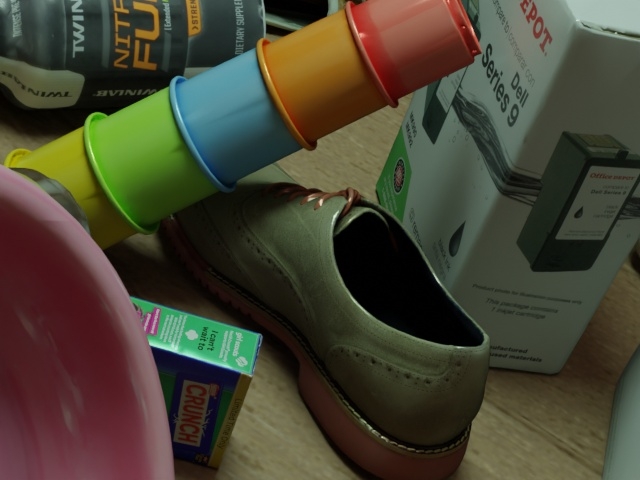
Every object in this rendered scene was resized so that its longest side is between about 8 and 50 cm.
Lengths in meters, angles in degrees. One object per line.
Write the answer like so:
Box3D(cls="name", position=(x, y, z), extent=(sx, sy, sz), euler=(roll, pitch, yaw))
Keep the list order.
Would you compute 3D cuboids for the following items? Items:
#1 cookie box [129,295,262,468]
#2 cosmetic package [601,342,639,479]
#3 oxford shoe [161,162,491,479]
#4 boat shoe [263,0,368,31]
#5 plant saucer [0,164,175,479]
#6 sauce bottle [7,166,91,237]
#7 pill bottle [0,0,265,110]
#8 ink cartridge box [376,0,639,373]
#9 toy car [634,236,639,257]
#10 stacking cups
Box3D(cls="cookie box", position=(-0.098, 0.083, 0.740), extent=(0.107, 0.092, 0.040), euler=(16, 40, -6))
Box3D(cls="cosmetic package", position=(0.379, 0.171, 0.799), extent=(0.365, 0.155, 0.197), euler=(24, 37, 6))
Box3D(cls="oxford shoe", position=(0.000, 0.000, 0.855), extent=(0.123, 0.130, 0.348), euler=(-17, 51, -39))
Box3D(cls="boat shoe", position=(0.022, -0.235, 1.186), extent=(0.302, 0.113, 0.103), euler=(7, 39, 0))
Box3D(cls="plant saucer", position=(-0.180, 0.128, 0.508), extent=(0.084, 0.332, 0.332), euler=(-5, 28, 27))
Box3D(cls="sauce bottle", position=(-0.236, 0.028, 0.635), extent=(0.111, 0.111, 0.344), euler=(28, 14, 10))
Box3D(cls="pill bottle", position=(-0.178, -0.168, 0.984), extent=(0.246, 0.130, 0.130), euler=(-6, 44, -30))
Box3D(cls="ink cartridge box", position=(0.153, -0.081, 0.895), extent=(0.121, 0.289, 0.211), euler=(8, 38, -16))
Box3D(cls="toy car", position=(0.369, -0.007, 1.049), extent=(0.182, 0.159, 0.136), euler=(-35, 99, -48))
Box3D(cls="stacking cups", position=(-0.051, -0.079, 0.803), extent=(0.316, 0.096, 0.096), euler=(-24, 37, 15))
